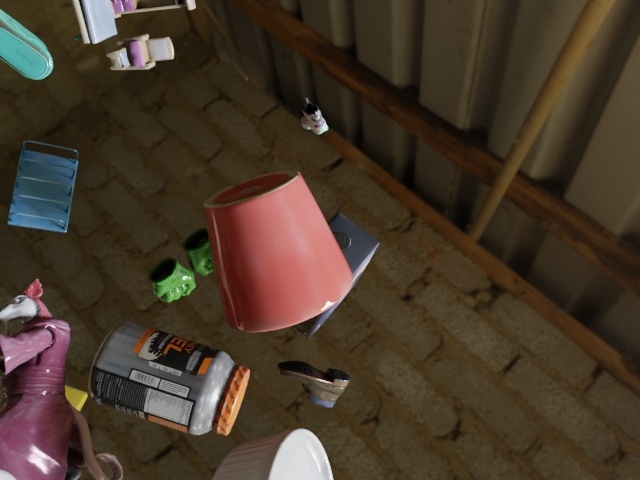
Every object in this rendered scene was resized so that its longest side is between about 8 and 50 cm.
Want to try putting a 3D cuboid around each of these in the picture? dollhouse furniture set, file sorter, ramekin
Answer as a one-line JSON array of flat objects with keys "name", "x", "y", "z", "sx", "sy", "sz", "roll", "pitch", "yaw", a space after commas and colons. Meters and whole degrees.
[{"name": "dollhouse furniture set", "x": -0.405, "y": -0.501, "z": 1.274, "sx": 0.303, "sy": 0.198, "sz": 0.286, "roll": -84, "pitch": 168, "yaw": -63}, {"name": "file sorter", "x": -0.595, "y": -0.116, "z": 1.266, "sx": 0.118, "sy": 0.170, "sz": 0.104, "roll": 10, "pitch": -13, "yaw": -24}, {"name": "ramekin", "x": -0.079, "y": 0.453, "z": 0.970, "sx": 0.127, "sy": 0.272, "sz": 0.272, "roll": -12, "pitch": -51, "yaw": 22}]

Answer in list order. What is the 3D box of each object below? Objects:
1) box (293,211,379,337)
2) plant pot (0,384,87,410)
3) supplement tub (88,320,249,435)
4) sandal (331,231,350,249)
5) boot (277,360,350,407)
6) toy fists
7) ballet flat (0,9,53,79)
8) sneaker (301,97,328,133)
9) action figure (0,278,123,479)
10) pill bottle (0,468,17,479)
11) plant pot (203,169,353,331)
[{"name": "box", "x": 0.010, "y": 0.119, "z": 1.914, "sx": 0.183, "sy": 0.296, "sz": 0.294, "roll": 37, "pitch": -30, "yaw": 9}, {"name": "plant pot", "x": -0.812, "y": 0.527, "z": 1.645, "sx": 0.212, "sy": 0.212, "sz": 0.187, "roll": 26, "pitch": 15, "yaw": -17}, {"name": "supplement tub", "x": -0.331, "y": 0.313, "z": 1.316, "sx": 0.316, "sy": 0.193, "sz": 0.193, "roll": 18, "pitch": -19, "yaw": 2}, {"name": "sandal", "x": 0.000, "y": 0.000, "z": 1.681, "sx": 0.040, "sy": 0.179, "sz": 0.067, "roll": -120, "pitch": -148, "yaw": -75}, {"name": "boot", "x": -0.031, "y": 0.411, "z": 1.660, "sx": 0.219, "sy": 0.106, "sz": 0.082, "roll": 16, "pitch": 15, "yaw": -18}, {"name": "toy fists", "x": -0.438, "y": 0.091, "z": 1.961, "sx": 0.096, "sy": 0.279, "sz": 0.142, "roll": 33, "pitch": -23, "yaw": 28}, {"name": "ballet flat", "x": -0.585, "y": -0.378, "z": 1.029, "sx": 0.247, "sy": 0.083, "sz": 0.087, "roll": 40, "pitch": 6, "yaw": -34}, {"name": "sneaker", "x": -0.021, "y": -0.261, "z": 1.202, "sx": 0.098, "sy": 0.038, "sz": 0.069, "roll": 36, "pitch": -24, "yaw": 55}, {"name": "action figure", "x": -0.480, "y": 0.248, "z": 0.995, "sx": 0.248, "sy": 0.276, "sz": 0.370, "roll": 132, "pitch": -41, "yaw": -75}, {"name": "pill bottle", "x": -0.492, "y": 0.340, "z": 0.642, "sx": 0.160, "sy": 0.283, "sz": 0.160, "roll": -5, "pitch": 90, "yaw": -85}, {"name": "plant pot", "x": -0.097, "y": 0.006, "z": 1.155, "sx": 0.275, "sy": 0.275, "sz": 0.243, "roll": 18, "pitch": -50, "yaw": 62}]
